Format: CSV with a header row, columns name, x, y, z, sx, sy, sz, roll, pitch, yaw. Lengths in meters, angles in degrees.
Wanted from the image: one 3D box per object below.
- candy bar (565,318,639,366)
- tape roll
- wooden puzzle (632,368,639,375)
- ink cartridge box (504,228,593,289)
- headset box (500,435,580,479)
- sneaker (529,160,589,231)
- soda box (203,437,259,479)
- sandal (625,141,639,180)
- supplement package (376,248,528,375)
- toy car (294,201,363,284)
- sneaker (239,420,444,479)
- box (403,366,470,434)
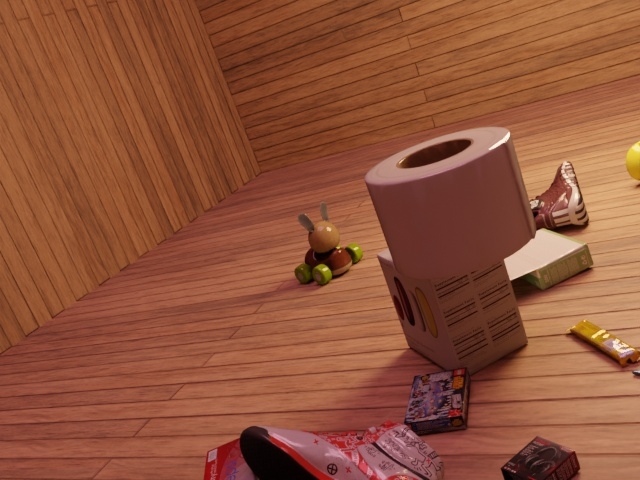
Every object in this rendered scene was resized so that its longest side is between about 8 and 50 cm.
name,x,y,z,sx,sy,sz,roll,pitch,yaw
candy bar,0.451,0.161,1.116,0.040,0.018,0.161,-26,17,-6
tape roll,0.212,-0.066,1.141,0.246,0.169,0.246,-20,16,6
wooden puzzle,0.519,0.169,1.016,0.116,0.014,0.078,-28,18,-23
ink cartridge box,0.410,0.057,1.435,0.235,0.056,0.171,-26,16,-6
headset box,0.283,0.288,0.886,0.083,0.032,0.062,-30,19,-25
sneaker,0.551,-0.104,1.698,0.162,0.107,0.281,-18,17,21
soda box,-0.111,0.380,0.953,0.083,0.092,0.263,-22,16,2
sandal,0.900,-0.223,1.652,0.317,0.126,0.138,-30,21,-4
supplement package,0.231,0.101,1.243,0.149,0.203,0.194,-25,16,-16
toy car,0.000,0.000,1.866,0.155,0.189,0.149,-32,20,-36
sneaker,0.033,0.297,0.950,0.270,0.090,0.145,18,32,25
box,0.189,0.256,1.111,0.093,0.027,0.137,-14,17,19
